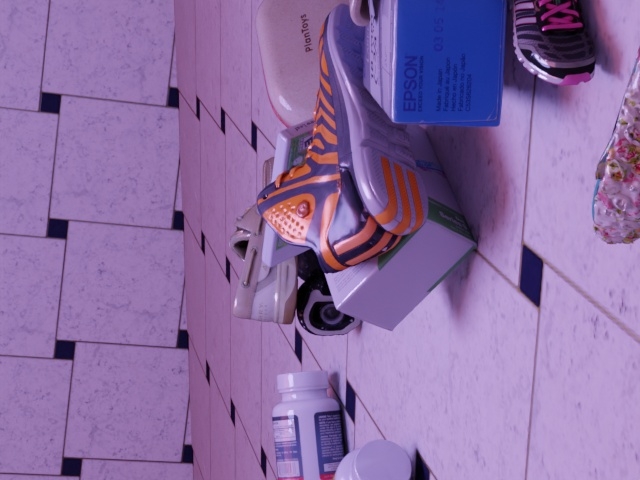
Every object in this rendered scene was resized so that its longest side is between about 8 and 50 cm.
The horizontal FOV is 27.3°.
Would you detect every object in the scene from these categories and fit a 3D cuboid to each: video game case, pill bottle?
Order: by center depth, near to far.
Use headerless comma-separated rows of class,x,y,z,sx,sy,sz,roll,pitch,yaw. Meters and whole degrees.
video game case,0.017,-0.080,1.646,0.023,0.193,0.212,42,142,31
pill bottle,0.063,0.332,1.729,0.184,0.103,0.103,108,154,-55
pill bottle,-0.019,0.294,2.039,0.108,0.108,0.180,147,118,-74

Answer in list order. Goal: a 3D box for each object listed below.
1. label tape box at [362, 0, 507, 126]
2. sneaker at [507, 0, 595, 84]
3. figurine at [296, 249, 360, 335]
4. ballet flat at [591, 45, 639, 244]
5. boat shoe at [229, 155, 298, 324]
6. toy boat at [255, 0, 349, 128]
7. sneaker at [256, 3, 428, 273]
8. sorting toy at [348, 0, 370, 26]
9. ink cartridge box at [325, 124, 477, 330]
label tape box,0.100,-0.259,1.304,0.333,0.106,0.240,-108,18,-74
sneaker,0.197,-0.207,1.131,0.074,0.063,0.170,94,170,-50
figurine,0.000,0.000,1.942,0.209,0.092,0.214,-114,25,-64
ballet flat,0.250,-0.075,0.934,0.077,0.091,0.241,44,145,36
boat shoe,-0.083,-0.010,1.915,0.109,0.098,0.302,97,174,-51
toy boat,0.005,-0.237,1.801,0.151,0.151,0.231,48,-152,-61
sneaker,0.005,-0.107,1.450,0.180,0.125,0.321,-34,44,33
sorting toy,0.034,-0.337,1.237,0.193,0.038,0.208,-94,8,-46
ink cartridge box,0.071,-0.029,1.507,0.154,0.093,0.212,-48,40,25
